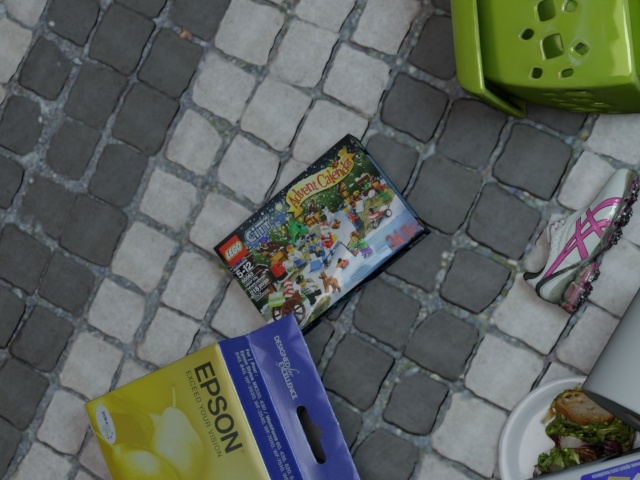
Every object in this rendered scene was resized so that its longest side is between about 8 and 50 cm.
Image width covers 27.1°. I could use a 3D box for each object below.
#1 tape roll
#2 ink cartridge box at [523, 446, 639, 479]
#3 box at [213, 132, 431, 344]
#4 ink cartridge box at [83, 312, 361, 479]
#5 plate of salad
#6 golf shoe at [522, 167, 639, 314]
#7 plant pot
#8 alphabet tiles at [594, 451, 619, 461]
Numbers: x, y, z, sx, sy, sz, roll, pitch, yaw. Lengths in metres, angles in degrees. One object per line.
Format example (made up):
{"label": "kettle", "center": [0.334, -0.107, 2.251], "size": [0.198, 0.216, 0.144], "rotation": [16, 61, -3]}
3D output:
{"label": "tape roll", "center": [0.426, 0.149, 1.421], "size": [0.246, 0.246, 0.169], "rotation": [29, 85, 17]}
{"label": "ink cartridge box", "center": [0.332, 0.340, 1.455], "size": [0.206, 0.045, 0.208], "rotation": [-27, 84, 43]}
{"label": "box", "center": [0.000, 0.000, 1.683], "size": [0.233, 0.044, 0.159], "rotation": [-40, 76, 11]}
{"label": "ink cartridge box", "center": [-0.117, 0.287, 1.665], "size": [0.307, 0.072, 0.303], "rotation": [-27, 79, 25]}
{"label": "plate of salad", "center": [0.307, 0.260, 1.566], "size": [0.200, 0.048, 0.199], "rotation": [-1, 86, 17]}
{"label": "golf shoe", "center": [0.310, -0.010, 1.574], "size": [0.086, 0.067, 0.186], "rotation": [31, 96, 19]}
{"label": "plant pot", "center": [0.268, -0.258, 1.528], "size": [0.207, 0.227, 0.228], "rotation": [-6, 85, 23]}
{"label": "alphabet tiles", "center": [0.341, 0.372, 1.540], "size": [0.198, 0.009, 0.237], "rotation": [-25, 93, 15]}
